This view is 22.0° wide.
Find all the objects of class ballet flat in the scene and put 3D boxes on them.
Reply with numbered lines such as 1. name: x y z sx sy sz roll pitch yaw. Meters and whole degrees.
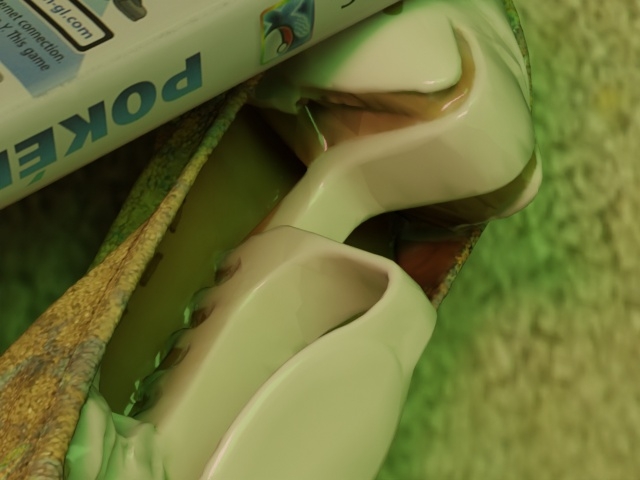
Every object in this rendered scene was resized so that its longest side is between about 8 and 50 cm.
1. ballet flat: 0.000 0.000 0.480 0.123 0.123 0.348 30 60 1

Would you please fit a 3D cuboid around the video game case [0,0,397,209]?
1. video game case: -0.159 -0.122 0.493 0.300 0.036 0.329 -31 54 -27
